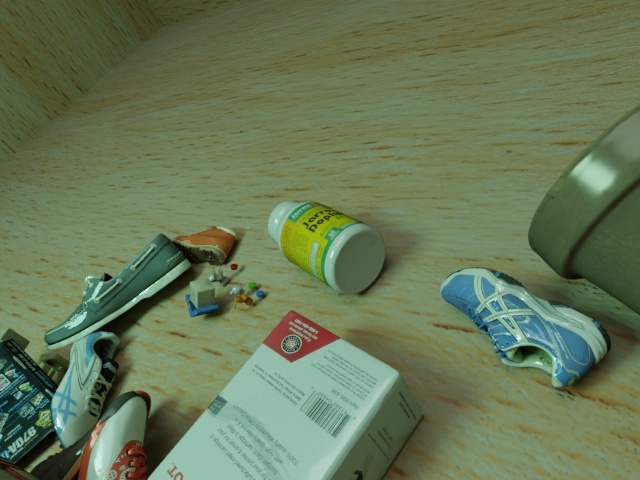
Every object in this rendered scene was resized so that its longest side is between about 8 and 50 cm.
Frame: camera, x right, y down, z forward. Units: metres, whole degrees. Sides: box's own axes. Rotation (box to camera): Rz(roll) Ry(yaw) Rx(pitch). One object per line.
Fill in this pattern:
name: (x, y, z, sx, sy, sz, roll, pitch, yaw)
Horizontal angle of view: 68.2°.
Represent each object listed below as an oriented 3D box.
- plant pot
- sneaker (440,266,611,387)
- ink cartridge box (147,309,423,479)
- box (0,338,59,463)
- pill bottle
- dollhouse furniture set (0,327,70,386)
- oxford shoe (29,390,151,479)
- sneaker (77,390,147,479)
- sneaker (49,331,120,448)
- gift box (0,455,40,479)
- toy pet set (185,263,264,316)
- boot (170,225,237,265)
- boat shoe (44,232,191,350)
plant pot: (0.390, 0.004, 0.475, 0.263, 0.263, 0.229, -30, 57, 2)
sneaker: (0.229, 0.099, 0.581, 0.081, 0.080, 0.211, -43, 39, -19)
ink cartridge box: (-0.040, 0.249, 0.570, 0.197, 0.114, 0.273, 21, 61, 44)
box: (-0.571, 0.309, 0.811, 0.220, 0.175, 0.051, -43, 6, -13)
pill bottle: (0.000, 0.000, 0.805, 0.117, 0.118, 0.208, -44, 40, -15)
dollhouse furniture set: (-0.585, 0.260, 0.888, 0.144, 0.151, 0.123, -10, 44, 28)
oxford shoe: (-0.366, 0.329, 0.697, 0.098, 0.097, 0.271, 24, 62, 27)
sneaker: (-0.246, 0.341, 0.607, 0.144, 0.090, 0.270, 6, 56, 16)
sneaker: (-0.404, 0.257, 0.828, 0.086, 0.085, 0.237, -22, 42, 4)
gift box: (-0.501, 0.358, 0.529, 0.255, 0.258, 0.276, 15, 61, 29)
toy pet set: (-0.182, 0.107, 0.877, 0.114, 0.065, 0.122, -11, 31, -33)
boot: (-0.251, 0.004, 1.019, 0.157, 0.059, 0.085, 8, 49, 28)
boat shoe: (-0.423, 0.102, 0.962, 0.319, 0.099, 0.116, -33, 10, -8)
